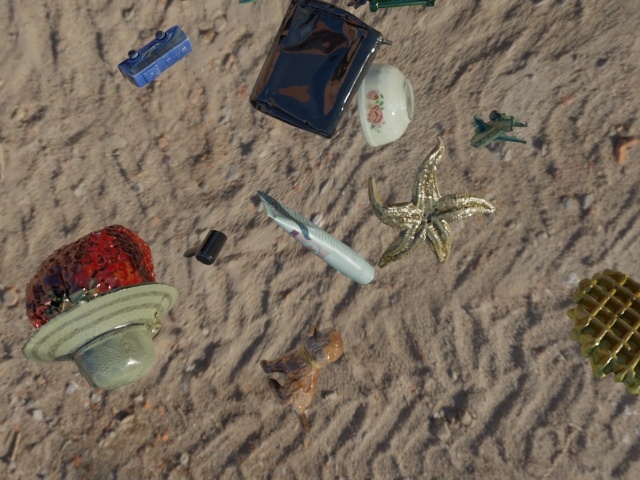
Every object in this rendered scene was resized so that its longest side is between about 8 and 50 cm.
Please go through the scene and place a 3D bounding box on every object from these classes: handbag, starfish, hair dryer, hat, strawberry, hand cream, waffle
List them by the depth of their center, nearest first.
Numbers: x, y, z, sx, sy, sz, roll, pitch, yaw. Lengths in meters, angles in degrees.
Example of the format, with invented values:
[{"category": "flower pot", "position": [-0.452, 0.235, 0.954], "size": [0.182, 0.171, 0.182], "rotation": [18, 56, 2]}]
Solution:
[{"category": "hat", "position": [-0.322, 0.175, 0.850], "size": [0.252, 0.252, 0.110], "rotation": [-32, 74, 6]}, {"category": "starfish", "position": [0.181, -0.043, 0.917], "size": [0.235, 0.062, 0.277], "rotation": [8, 122, -17]}, {"category": "hand cream", "position": [0.000, 0.000, 1.108], "size": [0.058, 0.085, 0.331], "rotation": [-40, 130, 15]}, {"category": "waffle", "position": [0.695, 0.191, 1.199], "size": [0.283, 0.065, 0.310], "rotation": [6, 56, -2]}, {"category": "handbag", "position": [0.004, -0.410, 1.330], "size": [0.275, 0.178, 0.302], "rotation": [28, 96, 12]}, {"category": "strawberry", "position": [-0.570, 0.089, 1.367], "size": [0.312, 0.351, 0.267], "rotation": [1, 132, 0]}, {"category": "hair dryer", "position": [-0.429, 0.040, 1.879], "size": [0.248, 0.114, 0.070], "rotation": [-16, 131, 45]}]

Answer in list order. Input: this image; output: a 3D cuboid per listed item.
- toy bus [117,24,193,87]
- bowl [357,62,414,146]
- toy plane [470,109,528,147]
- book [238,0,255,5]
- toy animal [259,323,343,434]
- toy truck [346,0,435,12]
[{"category": "toy bus", "position": [-0.522, -0.585, 1.708], "size": [0.236, 0.079, 0.094], "rotation": [-41, 66, -12]}, {"category": "bowl", "position": [0.224, -0.451, 1.763], "size": [0.145, 0.277, 0.277], "rotation": [-1, 101, 24]}, {"category": "toy plane", "position": [0.217, -0.139, 0.674], "size": [0.080, 0.083, 0.033], "rotation": [20, 73, -19]}, {"category": "book", "position": [-0.189, -0.766, 1.597], "size": [0.135, 0.017, 0.103], "rotation": [1, 95, 30]}, {"category": "toy animal", "position": [-0.009, 0.283, 1.139], "size": [0.185, 0.104, 0.184], "rotation": [-38, 64, 9]}, {"category": "toy truck", "position": [0.068, -0.368, 0.537], "size": [0.121, 0.259, 0.088], "rotation": [-5, 57, -2]}]
